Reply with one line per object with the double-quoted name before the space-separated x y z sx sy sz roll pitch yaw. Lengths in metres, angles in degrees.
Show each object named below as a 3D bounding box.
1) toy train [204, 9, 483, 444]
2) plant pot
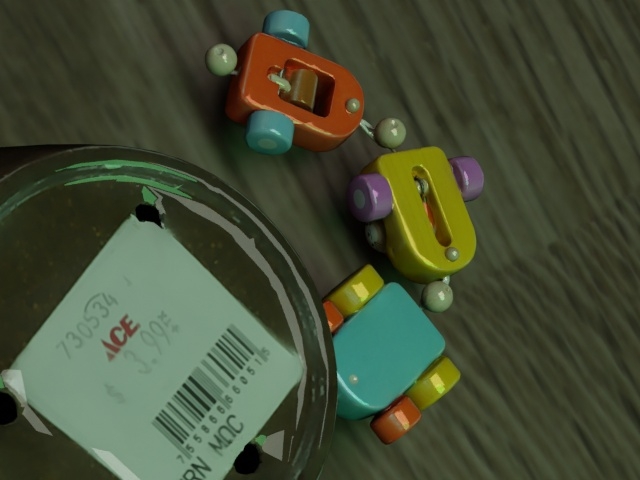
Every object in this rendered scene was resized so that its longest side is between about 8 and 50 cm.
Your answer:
"toy train" 0.000 0.000 0.717 0.125 0.046 0.166 16 62 -23
"plant pot" -0.095 0.061 0.526 0.215 0.230 0.215 11 68 -27
